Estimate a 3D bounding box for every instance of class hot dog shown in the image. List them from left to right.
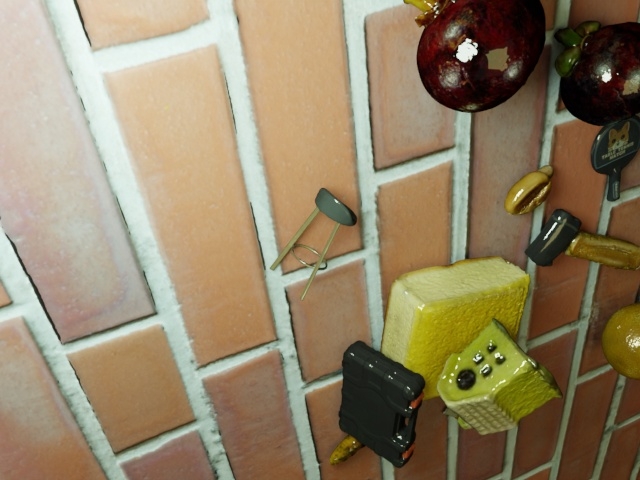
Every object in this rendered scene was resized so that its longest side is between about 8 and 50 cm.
[{"bbox_3d":[0.472,-0.115,1.466,0.140,0.060,0.090,-46,135,17],"label":"hot dog"},{"bbox_3d":[0.736,0.025,1.695,0.289,0.068,0.083,12,93,-29],"label":"hot dog"}]

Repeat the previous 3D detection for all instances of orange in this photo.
[{"bbox_3d":[0.938,0.291,1.886,0.236,0.236,0.236,-14,127,-19],"label":"orange"}]

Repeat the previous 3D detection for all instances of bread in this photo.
[{"bbox_3d":[0.314,0.215,1.555,0.324,0.143,0.333,-10,126,-20],"label":"bread"}]

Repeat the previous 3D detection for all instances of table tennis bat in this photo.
[{"bbox_3d":[0.707,-0.196,1.553,0.150,0.027,0.236,-24,127,-11],"label":"table tennis bat"}]

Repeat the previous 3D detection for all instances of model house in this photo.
[{"bbox_3d":[0.390,0.335,1.467,0.234,0.175,0.193,-45,130,4],"label":"model house"}]

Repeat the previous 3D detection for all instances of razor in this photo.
[{"bbox_3d":[0.570,-0.004,1.593,0.090,0.054,0.148,22,109,-33],"label":"razor"}]

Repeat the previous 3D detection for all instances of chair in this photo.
[{"bbox_3d":[-0.001,0.000,1.280,0.095,0.104,0.221,-11,136,-53],"label":"chair"}]

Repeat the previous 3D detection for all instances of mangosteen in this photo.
[{"bbox_3d":[0.244,-0.350,1.093,0.261,0.235,0.235,36,103,-6],"label":"mangosteen"},{"bbox_3d":[0.571,-0.338,1.278,0.216,0.216,0.216,-14,127,-19],"label":"mangosteen"}]

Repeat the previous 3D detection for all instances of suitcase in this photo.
[{"bbox_3d":[0.139,0.392,1.547,0.066,0.206,0.285,-34,139,-41],"label":"suitcase"}]

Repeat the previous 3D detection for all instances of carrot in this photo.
[{"bbox_3d":[0.138,0.491,1.707,0.314,0.066,0.066,-44,131,7],"label":"carrot"}]

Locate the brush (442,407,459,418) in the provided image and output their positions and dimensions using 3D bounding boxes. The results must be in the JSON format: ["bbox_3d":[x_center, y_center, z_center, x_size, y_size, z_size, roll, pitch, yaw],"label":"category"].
[{"bbox_3d":[0.481,0.512,1.935,0.314,0.017,0.090,25,111,-38],"label":"brush"}]
